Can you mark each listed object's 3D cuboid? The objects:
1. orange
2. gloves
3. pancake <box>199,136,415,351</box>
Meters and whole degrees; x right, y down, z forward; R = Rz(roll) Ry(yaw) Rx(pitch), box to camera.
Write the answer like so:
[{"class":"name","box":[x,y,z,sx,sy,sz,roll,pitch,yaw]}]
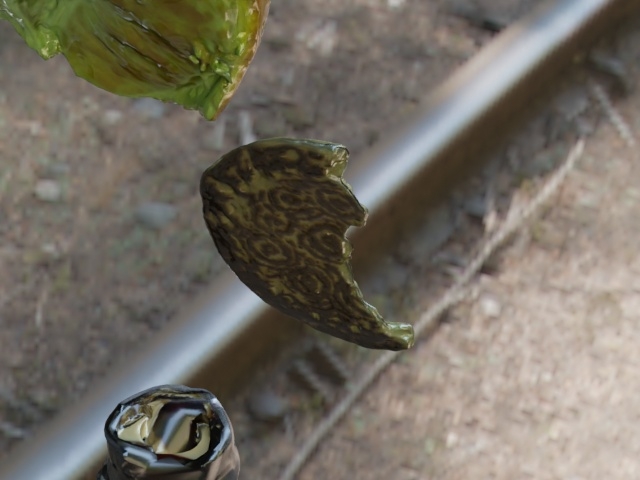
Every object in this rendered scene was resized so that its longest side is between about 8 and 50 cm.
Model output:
[{"class":"orange","box":[-0.139,-0.168,0.988,0.237,0.179,0.158,16,63,-11]},{"class":"gloves","box":[-0.117,0.209,1.130,0.119,0.285,0.142,43,46,18]},{"class":"pancake","box":[0.000,0.000,1.268,0.184,0.190,0.020,31,54,1]}]
